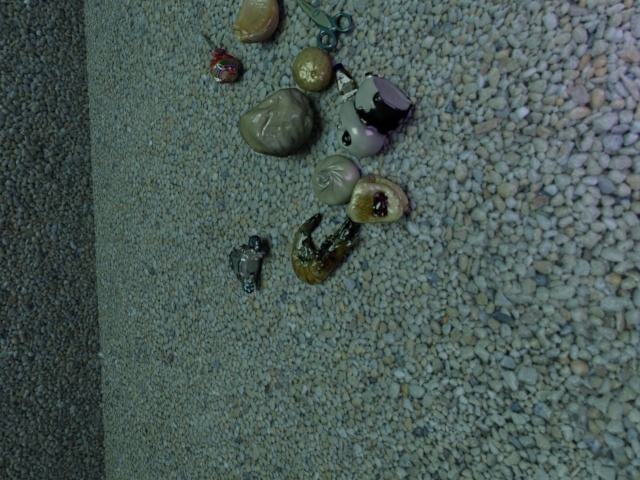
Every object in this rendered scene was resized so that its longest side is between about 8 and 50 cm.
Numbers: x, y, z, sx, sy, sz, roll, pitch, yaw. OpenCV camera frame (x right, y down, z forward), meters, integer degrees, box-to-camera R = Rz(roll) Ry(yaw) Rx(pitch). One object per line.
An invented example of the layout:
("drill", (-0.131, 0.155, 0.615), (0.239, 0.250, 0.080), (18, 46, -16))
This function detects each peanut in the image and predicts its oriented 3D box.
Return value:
("peanut", (-0.028, -0.582, 1.573), (0.140, 0.109, 0.159), (-47, 60, 23))

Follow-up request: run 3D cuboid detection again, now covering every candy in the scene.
("candy", (-0.448, -0.787, 1.942), (0.124, 0.124, 0.366), (-54, 53, 29))

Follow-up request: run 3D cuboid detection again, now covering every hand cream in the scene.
("hand cream", (0.087, -0.513, 1.528), (0.062, 0.039, 0.163), (-28, 75, 22))

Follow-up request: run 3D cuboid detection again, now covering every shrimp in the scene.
("shrimp", (0.000, 0.000, 1.610), (0.365, 0.071, 0.233), (-53, 54, 35))

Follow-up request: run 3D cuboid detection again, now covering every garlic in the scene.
("garlic", (-0.235, -0.851, 1.710), (0.145, 0.164, 0.245), (32, 107, 53))

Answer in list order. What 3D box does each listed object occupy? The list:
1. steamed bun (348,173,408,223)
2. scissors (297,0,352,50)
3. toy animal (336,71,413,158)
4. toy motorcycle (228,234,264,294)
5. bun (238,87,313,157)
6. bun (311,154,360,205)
("steamed bun", (0.185, -0.114, 1.394), (0.155, 0.172, 0.141), (19, 115, 20))
("scissors", (-0.003, -0.765, 1.587), (0.138, 0.041, 0.289), (-45, 58, 14))
("toy animal", (0.144, -0.364, 1.396), (0.235, 0.165, 0.187), (-43, 43, 33))
("toy motorcycle", (-0.284, 0.110, 1.835), (0.239, 0.108, 0.204), (-50, 53, 57))
("bun", (-0.145, -0.395, 1.615), (0.281, 0.281, 0.205), (-27, 100, 38))
("bun", (0.040, -0.202, 1.528), (0.172, 0.119, 0.173), (0, 90, 40))
